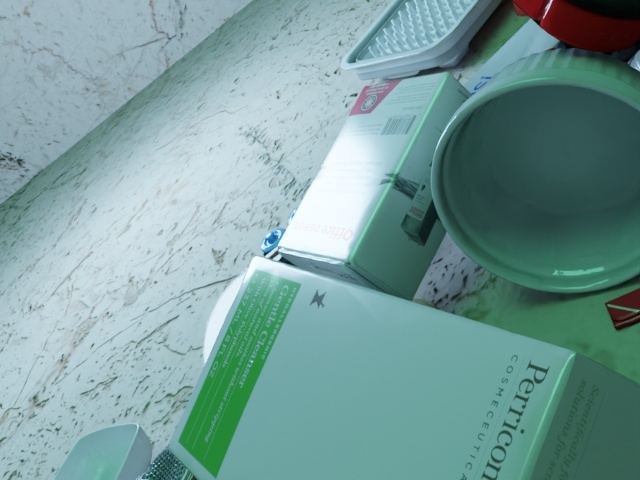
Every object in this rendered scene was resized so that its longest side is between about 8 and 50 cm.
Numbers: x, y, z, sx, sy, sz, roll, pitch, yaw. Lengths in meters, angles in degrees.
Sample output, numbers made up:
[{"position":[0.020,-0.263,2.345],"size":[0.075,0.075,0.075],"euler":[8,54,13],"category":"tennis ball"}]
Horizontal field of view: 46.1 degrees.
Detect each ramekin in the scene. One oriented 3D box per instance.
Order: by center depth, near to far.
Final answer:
[{"position":[0.209,-0.067,0.657],"size":[0.207,0.207,0.109],"euler":[-21,24,35],"category":"ramekin"}]

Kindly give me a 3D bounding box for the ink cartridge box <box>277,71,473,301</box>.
[{"position":[0.067,-0.054,0.785],"size":[0.218,0.092,0.158],"euler":[-60,28,-11],"category":"ink cartridge box"}]

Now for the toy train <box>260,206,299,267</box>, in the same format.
[{"position":[0.000,0.000,0.965],"size":[0.184,0.080,0.105],"euler":[-39,32,4],"category":"toy train"}]

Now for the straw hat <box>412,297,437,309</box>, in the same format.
[{"position":[0.048,0.096,0.771],"size":[0.144,0.061,0.144],"euler":[-30,29,19],"category":"straw hat"}]

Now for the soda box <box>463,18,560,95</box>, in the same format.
[{"position":[0.244,-0.176,0.890],"size":[0.286,0.091,0.098],"euler":[-45,27,-7],"category":"soda box"}]

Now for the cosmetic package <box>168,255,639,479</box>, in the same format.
[{"position":[0.052,0.146,0.542],"size":[0.365,0.155,0.197],"euler":[10,74,59],"category":"cosmetic package"}]

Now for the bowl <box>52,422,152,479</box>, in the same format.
[{"position":[-0.264,0.294,0.890],"size":[0.142,0.053,0.142],"euler":[-19,33,35],"category":"bowl"}]

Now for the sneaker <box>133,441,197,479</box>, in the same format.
[{"position":[-0.211,0.307,0.736],"size":[0.299,0.112,0.121],"euler":[-49,28,-17],"category":"sneaker"}]

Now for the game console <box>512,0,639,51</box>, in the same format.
[{"position":[0.257,-0.350,0.702],"size":[0.386,0.342,0.060],"euler":[-31,-18,-27],"category":"game console"}]

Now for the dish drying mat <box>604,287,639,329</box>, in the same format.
[{"position":[0.274,0.044,0.610],"size":[0.083,0.008,0.032],"euler":[-30,28,22],"category":"dish drying mat"}]

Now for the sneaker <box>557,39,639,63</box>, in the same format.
[{"position":[0.341,-0.204,0.796],"size":[0.188,0.078,0.067],"euler":[-12,32,10],"category":"sneaker"}]

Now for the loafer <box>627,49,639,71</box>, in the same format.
[{"position":[0.339,-0.158,0.715],"size":[0.319,0.111,0.112],"euler":[-25,31,29],"category":"loafer"}]

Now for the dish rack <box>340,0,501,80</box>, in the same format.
[{"position":[0.210,-0.392,1.288],"size":[0.333,0.072,0.285],"euler":[-51,29,-20],"category":"dish rack"}]

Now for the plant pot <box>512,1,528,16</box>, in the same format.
[{"position":[0.378,-0.466,0.970],"size":[0.267,0.236,0.267],"euler":[-40,27,-8],"category":"plant pot"}]
